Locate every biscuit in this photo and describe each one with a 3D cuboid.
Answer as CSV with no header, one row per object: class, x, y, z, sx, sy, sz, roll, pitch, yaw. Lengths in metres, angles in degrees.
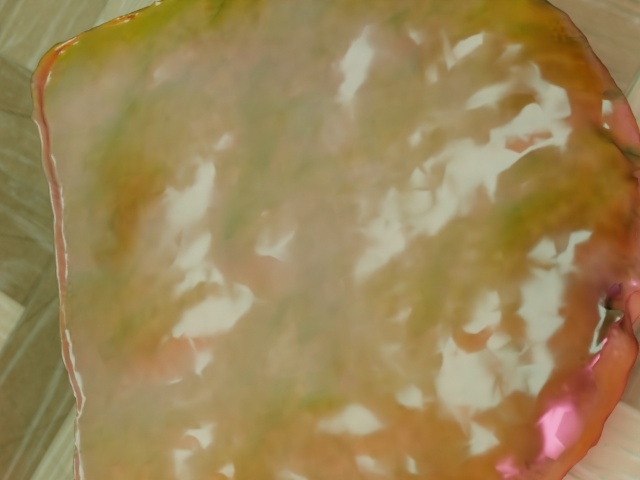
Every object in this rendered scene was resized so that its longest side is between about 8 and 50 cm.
biscuit,0.000,0.000,0.788,0.446,0.104,0.429,-20,72,17
